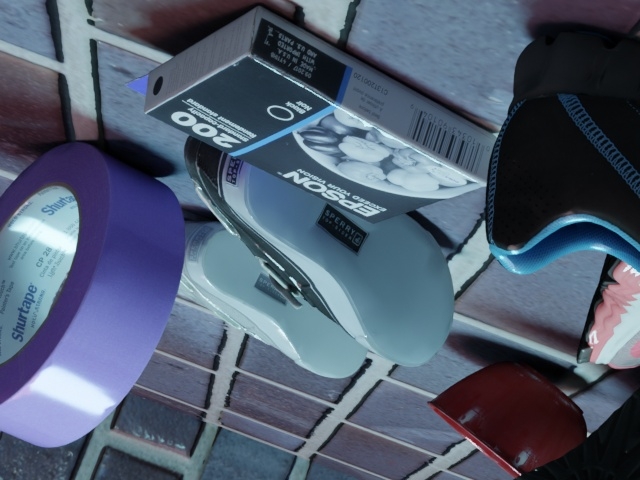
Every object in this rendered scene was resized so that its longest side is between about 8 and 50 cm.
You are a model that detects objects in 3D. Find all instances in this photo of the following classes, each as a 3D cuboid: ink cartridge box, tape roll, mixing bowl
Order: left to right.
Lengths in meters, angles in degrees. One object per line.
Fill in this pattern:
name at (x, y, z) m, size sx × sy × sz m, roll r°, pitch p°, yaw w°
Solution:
tape roll at (-0.243, 0.049, 1.806) m, size 0.090 × 0.274 × 0.275 m, roll 27°, pitch 166°, yaw -32°
ink cartridge box at (-0.015, -0.077, 1.383) m, size 0.206 × 0.045 × 0.208 m, roll 26°, pitch 158°, yaw -24°
mixing bowl at (0.212, 0.191, 2.034) m, size 0.181 × 0.098 × 0.181 m, roll 40°, pitch 177°, yaw 3°

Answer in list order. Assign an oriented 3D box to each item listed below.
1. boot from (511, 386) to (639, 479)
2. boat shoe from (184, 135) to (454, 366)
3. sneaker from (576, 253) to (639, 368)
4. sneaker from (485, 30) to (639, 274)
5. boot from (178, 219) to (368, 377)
boot at (0.264, 0.280, 1.908) m, size 0.131 × 0.348 × 0.260 m, roll 53°, pitch 173°, yaw 17°
boat shoe at (-0.002, 0.004, 1.617) m, size 0.105 × 0.113 × 0.306 m, roll 17°, pitch 166°, yaw 46°
sneaker at (0.260, 0.039, 1.343) m, size 0.136 × 0.116 × 0.314 m, roll 18°, pitch 167°, yaw 7°
sneaker at (0.257, -0.010, 1.086) m, size 0.341 × 0.139 × 0.125 m, roll 13°, pitch 163°, yaw 23°
boot at (-0.067, 0.051, 1.999) m, size 0.258 × 0.095 × 0.123 m, roll 40°, pitch 164°, yaw -35°
